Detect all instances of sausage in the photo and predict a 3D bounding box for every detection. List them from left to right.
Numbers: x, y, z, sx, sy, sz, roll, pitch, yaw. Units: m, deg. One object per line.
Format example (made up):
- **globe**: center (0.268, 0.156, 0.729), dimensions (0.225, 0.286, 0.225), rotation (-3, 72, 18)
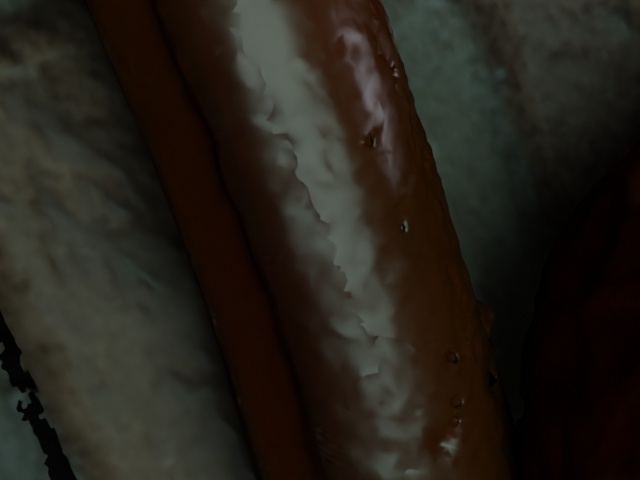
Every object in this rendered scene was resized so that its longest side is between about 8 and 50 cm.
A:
- **sausage**: center (0.000, 0.000, 0.650), dimensions (0.102, 0.102, 0.330), rotation (-22, 101, -19)

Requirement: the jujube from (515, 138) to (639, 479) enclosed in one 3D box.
- **jujube**: center (0.179, 0.019, 0.662), dimensions (0.197, 0.197, 0.290), rotation (40, 63, -19)
